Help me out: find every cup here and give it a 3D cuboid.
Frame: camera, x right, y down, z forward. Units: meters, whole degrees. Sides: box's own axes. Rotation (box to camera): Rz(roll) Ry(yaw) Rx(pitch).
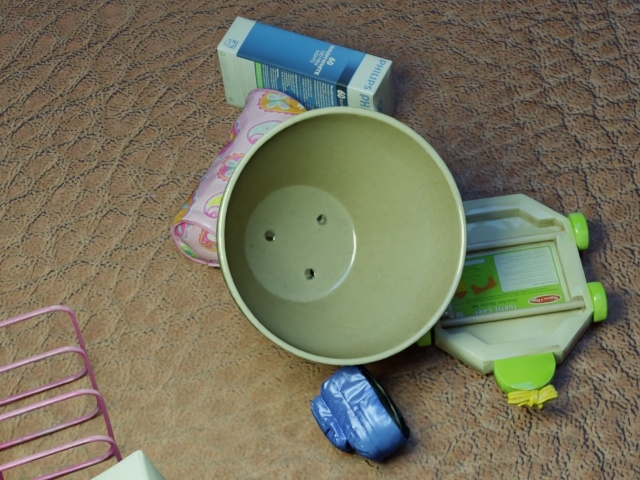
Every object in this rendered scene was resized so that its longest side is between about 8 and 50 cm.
[{"bbox_3d":[0.000,0.000,1.897,0.331,0.237,0.331,1,86,-17],"label":"cup"}]

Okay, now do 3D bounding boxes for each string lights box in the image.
[{"bbox_3d":[-0.021,-0.241,2.156,0.260,0.133,0.077,18,58,16],"label":"string lights box"}]

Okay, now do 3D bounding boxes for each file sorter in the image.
[{"bbox_3d":[-0.356,0.259,1.802,0.182,0.202,0.290,-18,56,-9],"label":"file sorter"}]

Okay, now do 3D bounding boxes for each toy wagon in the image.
[{"bbox_3d":[0.257,0.089,1.947,0.267,0.068,0.344,-8,56,0],"label":"toy wagon"}]

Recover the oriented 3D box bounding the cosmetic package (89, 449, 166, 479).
[{"bbox_3d":[-0.214,0.441,1.530,0.217,0.156,0.385,-30,37,3],"label":"cosmetic package"}]

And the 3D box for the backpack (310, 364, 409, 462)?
[{"bbox_3d":[0.054,0.236,1.849,0.101,0.098,0.120,-41,69,3],"label":"backpack"}]

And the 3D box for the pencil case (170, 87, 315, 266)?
[{"bbox_3d":[-0.110,-0.093,2.075,0.124,0.124,0.284,19,58,17],"label":"pencil case"}]
